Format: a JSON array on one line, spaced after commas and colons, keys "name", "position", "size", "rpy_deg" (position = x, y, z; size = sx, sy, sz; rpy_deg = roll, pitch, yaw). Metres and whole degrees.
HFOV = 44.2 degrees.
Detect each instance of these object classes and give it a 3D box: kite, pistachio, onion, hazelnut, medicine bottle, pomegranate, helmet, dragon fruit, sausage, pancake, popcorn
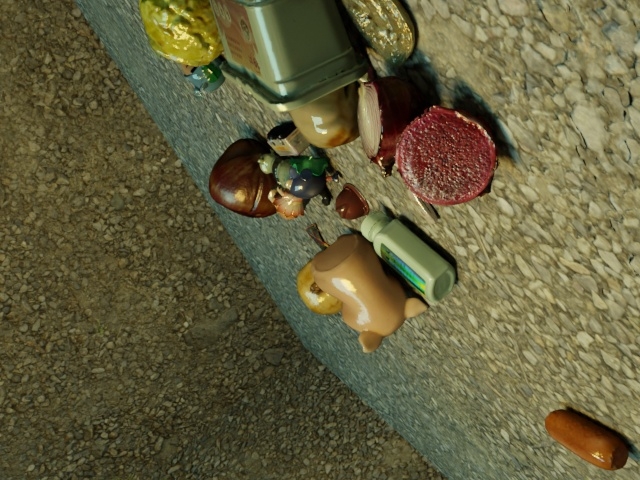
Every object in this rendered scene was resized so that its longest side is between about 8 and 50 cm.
[{"name": "kite", "position": [0.000, 0.000, 2.401], "size": [0.159, 0.010, 0.190], "rpy_deg": [38, 163, 41]}, {"name": "pistachio", "position": [0.006, -0.242, 1.404], "size": [0.144, 0.144, 0.215], "rpy_deg": [60, 176, -35]}, {"name": "onion", "position": [0.122, -0.181, 1.242], "size": [0.206, 0.098, 0.151], "rpy_deg": [155, 102, -84]}, {"name": "hazelnut", "position": [-0.187, -0.170, 2.192], "size": [0.229, 0.229, 0.229], "rpy_deg": [48, 167, 15]}, {"name": "medicine bottle", "position": [0.181, 0.026, 1.670], "size": [0.229, 0.083, 0.121], "rpy_deg": [42, 167, 31]}, {"name": "pomegranate", "position": [0.013, 0.136, 2.360], "size": [0.196, 0.196, 0.196], "rpy_deg": [48, 167, 15]}, {"name": "helmet", "position": [0.063, -0.081, 1.840], "size": [0.089, 0.057, 0.111], "rpy_deg": [52, 168, 8]}, {"name": "dragon fruit", "position": [0.197, -0.133, 1.166], "size": [0.153, 0.153, 0.111], "rpy_deg": [53, -150, -9]}, {"name": "sausage", "position": [0.514, 0.386, 1.541], "size": [0.076, 0.076, 0.197], "rpy_deg": [56, 168, -22]}, {"name": "pancake", "position": [0.085, -0.324, 1.156], "size": [0.158, 0.028, 0.158], "rpy_deg": [46, 168, 12]}, {"name": "popcorn", "position": [-0.288, -0.477, 1.689], "size": [0.204, 0.184, 0.221], "rpy_deg": [40, 163, 21]}]

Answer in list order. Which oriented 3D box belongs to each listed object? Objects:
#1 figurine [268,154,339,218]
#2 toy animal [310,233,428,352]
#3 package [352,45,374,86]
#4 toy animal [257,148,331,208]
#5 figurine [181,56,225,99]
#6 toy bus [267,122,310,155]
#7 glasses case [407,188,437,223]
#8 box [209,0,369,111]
[{"name": "figurine", "position": [-0.042, -0.127, 1.866], "size": [0.102, 0.111, 0.195], "rpy_deg": [60, 141, 24]}, {"name": "toy animal", "position": [0.102, 0.125, 1.991], "size": [0.256, 0.195, 0.213], "rpy_deg": [51, 176, -10]}, {"name": "package", "position": [0.068, -0.285, 1.316], "size": [0.083, 0.029, 0.059], "rpy_deg": [68, 170, -21]}, {"name": "toy animal", "position": [-0.077, -0.160, 2.027], "size": [0.225, 0.094, 0.121], "rpy_deg": [41, 163, 41]}, {"name": "figurine", "position": [-0.311, -0.449, 2.030], "size": [0.144, 0.114, 0.178], "rpy_deg": [56, 175, -12]}, {"name": "toy bus", "position": [-0.078, -0.241, 1.896], "size": [0.072, 0.057, 0.172], "rpy_deg": [49, 170, -17]}, {"name": "glasses case", "position": [0.194, -0.067, 1.502], "size": [0.083, 0.021, 0.032], "rpy_deg": [54, 165, -11]}, {"name": "box", "position": [-0.073, -0.355, 1.292], "size": [0.312, 0.175, 0.182], "rpy_deg": [42, 156, 56]}]
